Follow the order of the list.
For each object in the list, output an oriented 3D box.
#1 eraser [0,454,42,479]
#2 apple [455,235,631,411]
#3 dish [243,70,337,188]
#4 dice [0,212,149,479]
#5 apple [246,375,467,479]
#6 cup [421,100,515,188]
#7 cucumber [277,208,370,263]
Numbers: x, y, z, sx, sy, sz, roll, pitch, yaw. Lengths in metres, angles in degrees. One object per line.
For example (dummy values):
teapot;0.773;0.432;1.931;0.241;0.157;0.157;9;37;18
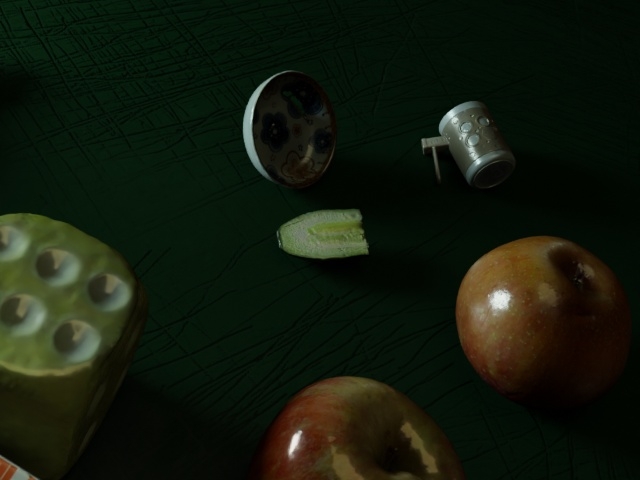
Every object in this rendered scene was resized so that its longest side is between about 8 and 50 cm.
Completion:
eraser;-0.358;0.202;0.804;0.230;0.038;0.157;30;74;4
apple;0.250;0.085;1.120;0.201;0.162;0.201;11;47;-12
dish;-0.055;-0.134;1.245;0.141;0.078;0.141;-3;94;-43
dice;-0.259;0.093;0.892;0.169;0.169;0.166;25;46;-1
apple;0.032;0.230;0.905;0.209;0.164;0.209;21;42;-20
cup;0.196;-0.123;1.338;0.102;0.074;0.099;-5;54;-26
cucumber;0.000;0.000;1.178;0.107;0.035;0.067;-3;63;-18
